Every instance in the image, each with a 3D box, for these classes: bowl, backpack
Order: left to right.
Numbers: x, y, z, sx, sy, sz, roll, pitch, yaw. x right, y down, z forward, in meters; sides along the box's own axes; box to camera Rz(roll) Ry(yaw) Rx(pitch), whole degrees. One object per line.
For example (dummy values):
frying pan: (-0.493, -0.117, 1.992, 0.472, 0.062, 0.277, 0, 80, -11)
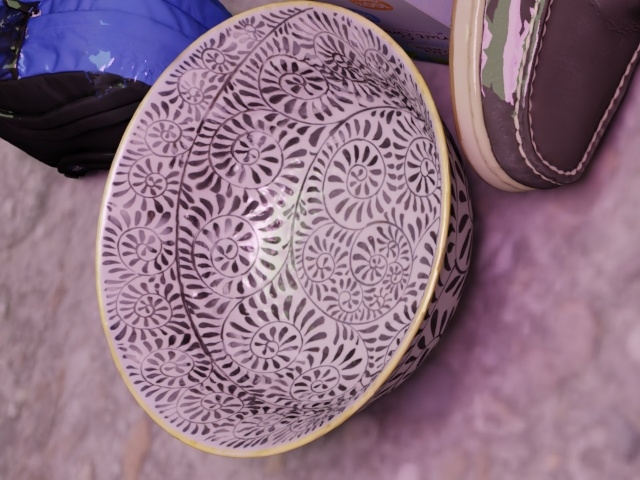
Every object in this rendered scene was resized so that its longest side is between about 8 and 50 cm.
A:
backpack: (-0.095, -0.087, 0.677, 0.120, 0.098, 0.101, 2, 74, 38)
bowl: (0.000, 0.000, 0.587, 0.170, 0.080, 0.170, -9, 76, 37)

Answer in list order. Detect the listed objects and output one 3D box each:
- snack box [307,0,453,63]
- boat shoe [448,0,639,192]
snack box: (0.023, -0.174, 0.540, 0.070, 0.207, 0.174, 15, 88, 39)
boat shoe: (0.111, -0.123, 0.542, 0.073, 0.080, 0.223, 11, 80, 44)
